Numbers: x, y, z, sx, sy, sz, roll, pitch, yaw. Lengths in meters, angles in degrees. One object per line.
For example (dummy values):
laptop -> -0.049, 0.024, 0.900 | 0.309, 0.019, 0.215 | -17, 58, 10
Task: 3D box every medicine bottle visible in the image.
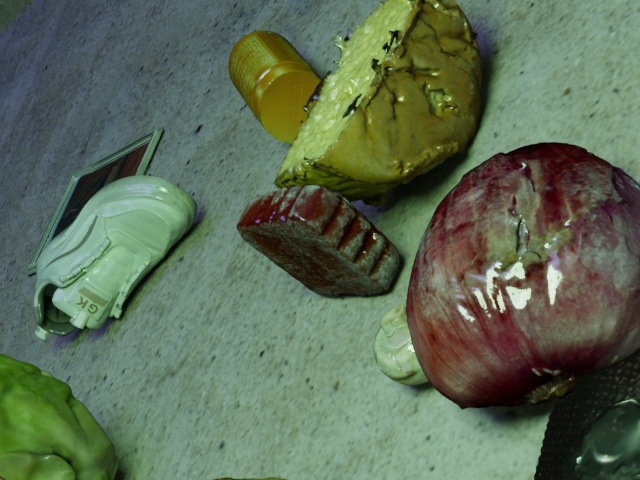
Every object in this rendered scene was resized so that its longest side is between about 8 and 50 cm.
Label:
medicine bottle -> -0.055, -0.201, 1.638 | 0.096, 0.096, 0.192 | -48, 28, 8

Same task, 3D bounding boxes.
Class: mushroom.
mushroom -> 0.082, 0.085, 1.125 | 0.083, 0.067, 0.083 | -37, 25, 20

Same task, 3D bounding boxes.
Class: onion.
onion -> 0.158, -0.004, 1.038 | 0.227, 0.120, 0.283 | -25, 33, 17

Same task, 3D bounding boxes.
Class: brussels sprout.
brussels sprout -> -0.394, 0.271, 1.390 | 0.328, 0.328, 0.247 | -60, 11, -14

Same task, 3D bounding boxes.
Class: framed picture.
framed picture -> -0.363, -0.061, 2.032 | 0.273, 0.016, 0.216 | -21, 41, 46

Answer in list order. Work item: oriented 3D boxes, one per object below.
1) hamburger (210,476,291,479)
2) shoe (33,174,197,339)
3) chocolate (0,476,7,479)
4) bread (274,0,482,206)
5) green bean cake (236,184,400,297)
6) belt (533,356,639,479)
hamburger -> -0.081, 0.300, 1.059 | 0.309, 0.132, 0.211 | -22, 43, 47
shoe -> -0.292, 0.042, 1.700 | 0.316, 0.124, 0.159 | -34, 32, 42
chocolate -> -0.404, 0.376, 1.194 | 0.341, 0.360, 0.161 | -52, 17, 3
bread -> 0.076, -0.134, 1.319 | 0.160, 0.147, 0.261 | -30, 30, 52
green bean cake -> 0.000, 0.000, 1.277 | 0.135, 0.135, 0.056 | -6, 49, 54
belt -> 0.242, 0.154, 0.674 | 0.289, 0.184, 0.164 | -25, 30, 43
